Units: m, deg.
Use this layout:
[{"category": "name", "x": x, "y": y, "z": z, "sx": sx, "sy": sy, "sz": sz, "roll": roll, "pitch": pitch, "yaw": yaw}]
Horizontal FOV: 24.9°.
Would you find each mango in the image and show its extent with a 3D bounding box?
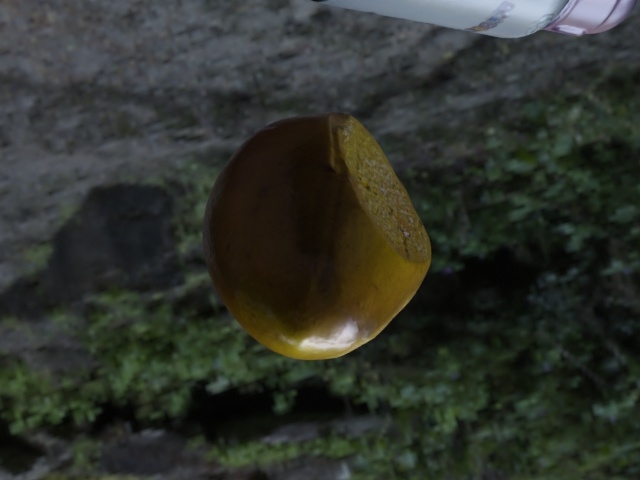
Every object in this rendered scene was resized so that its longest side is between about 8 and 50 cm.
[{"category": "mango", "x": -0.004, "y": 0.004, "z": 0.882, "sx": 0.102, "sy": 0.141, "sz": 0.217, "roll": -41, "pitch": -161, "yaw": 23}]

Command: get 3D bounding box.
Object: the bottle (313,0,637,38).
[{"category": "bottle", "x": 0.101, "y": -0.186, "z": 0.913, "sx": 0.233, "sy": 0.110, "sz": 0.110, "roll": 5, "pitch": 175, "yaw": -29}]
